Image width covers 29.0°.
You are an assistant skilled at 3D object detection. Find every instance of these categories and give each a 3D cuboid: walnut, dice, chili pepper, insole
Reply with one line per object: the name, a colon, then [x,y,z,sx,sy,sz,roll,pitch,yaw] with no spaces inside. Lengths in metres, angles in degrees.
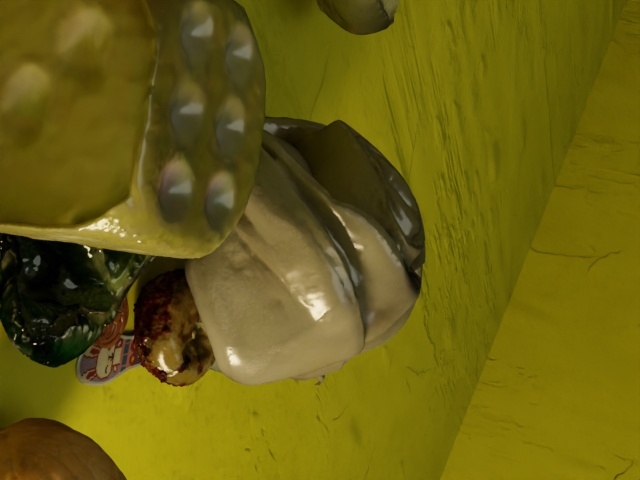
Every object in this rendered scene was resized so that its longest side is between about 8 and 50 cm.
walnut: [-0.277,0.271,1.276,0.206,0.159,0.159,60,45,-31]
dice: [-0.196,-0.113,1.102,0.227,0.233,0.238,13,85,-65]
chili pepper: [-0.251,0.020,1.280,0.264,0.116,0.148,-55,162,-40]
insole: [-0.239,0.139,1.503,0.197,0.004,0.065,-8,111,-66]

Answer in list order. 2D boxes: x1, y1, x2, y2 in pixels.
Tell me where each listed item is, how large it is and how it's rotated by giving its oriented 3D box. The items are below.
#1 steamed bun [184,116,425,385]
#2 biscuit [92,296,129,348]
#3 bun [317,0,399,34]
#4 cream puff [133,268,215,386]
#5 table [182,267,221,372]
steamed bun: [0.000,0.000,1.541,0.368,0.255,0.342,15,58,-69]
biscuit: [-0.248,0.087,1.426,0.091,0.015,0.078,71,37,-50]
bun: [0.037,-0.418,1.631,0.287,0.146,0.287,5,90,-80]
cream puff: [-0.181,0.107,1.510,0.149,0.084,0.149,-15,107,-61]
table: [-0.135,0.101,1.659,0.175,0.063,0.146,-25,127,-66]
